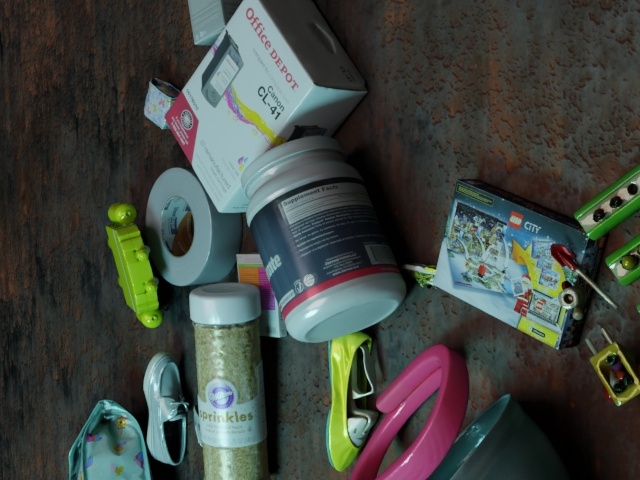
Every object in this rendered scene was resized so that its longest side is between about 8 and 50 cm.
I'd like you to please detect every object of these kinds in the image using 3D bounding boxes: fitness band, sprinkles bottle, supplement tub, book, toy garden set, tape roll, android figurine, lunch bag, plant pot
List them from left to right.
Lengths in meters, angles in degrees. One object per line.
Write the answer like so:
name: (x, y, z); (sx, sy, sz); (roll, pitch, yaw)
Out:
lunch bag: (-0.421, 0.473, 2.175); (0.223, 0.160, 0.262); (109, 147, -56)
android figurine: (-0.360, 0.048, 2.094); (0.273, 0.056, 0.248); (-174, 69, -71)
lunch bag: (-0.303, -0.264, 2.085); (0.083, 0.053, 0.071); (36, 121, 31)
tape roll: (-0.237, -0.027, 2.012); (0.219, 0.072, 0.219); (5, 97, 50)
sprinkles bottle: (-0.154, 0.255, 1.877); (0.121, 0.121, 0.355); (8, 105, 49)
book: (-0.101, 0.094, 1.895); (0.096, 0.035, 0.144); (0, 95, 48)
supplement tub: (0.000, 0.000, 1.649); (0.191, 0.191, 0.272); (-40, 63, 43)
fitness band: (0.124, 0.272, 1.540); (0.291, 0.054, 0.209); (-54, 13, 41)
plant pot: (0.218, 0.370, 1.391); (0.196, 0.293, 0.293); (42, 127, 7)
toy garden set: (0.369, 0.064, 1.293); (0.204, 0.049, 0.244); (-42, 71, 35)

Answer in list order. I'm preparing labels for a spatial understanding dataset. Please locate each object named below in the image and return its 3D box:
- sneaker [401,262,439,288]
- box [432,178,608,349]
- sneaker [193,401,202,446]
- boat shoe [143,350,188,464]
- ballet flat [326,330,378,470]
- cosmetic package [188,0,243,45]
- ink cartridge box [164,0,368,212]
sneaker: (0.150, 0.053, 1.602); (0.083, 0.031, 0.035); (8, 100, 48)
box: (0.262, 0.027, 1.461); (0.233, 0.044, 0.159); (29, 114, 44)
sneaker: (-0.201, 0.368, 2.026); (0.135, 0.052, 0.058); (62, 144, 36)
boat shoe: (-0.288, 0.328, 2.102); (0.081, 0.079, 0.227); (16, 111, 40)
ballet flat: (0.053, 0.252, 1.704); (0.077, 0.077, 0.231); (1, 92, 32)
cosmetic package: (-0.158, -0.454, 1.850); (0.107, 0.127, 0.238); (-13, 85, 49)
ink cartridge box: (-0.097, -0.224, 1.777); (0.306, 0.131, 0.226); (-50, 60, 36)
